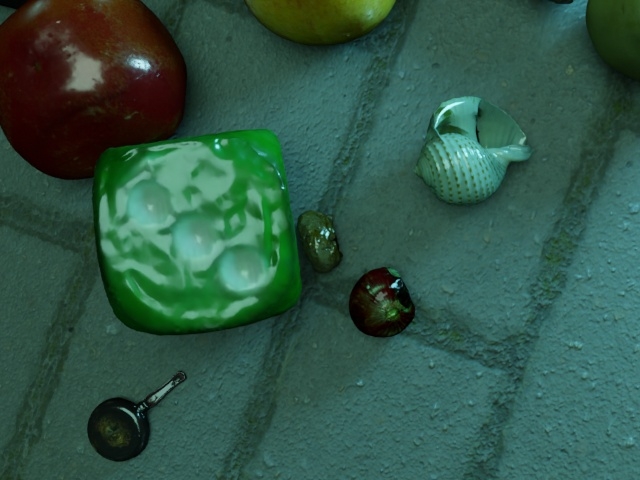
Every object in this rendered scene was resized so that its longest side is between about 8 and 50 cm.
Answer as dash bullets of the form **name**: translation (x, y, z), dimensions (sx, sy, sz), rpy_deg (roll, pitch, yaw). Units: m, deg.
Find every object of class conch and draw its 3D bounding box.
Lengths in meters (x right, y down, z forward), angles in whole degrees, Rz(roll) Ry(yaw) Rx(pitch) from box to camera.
- **conch**: translation (0.243, -0.136, 1.682), dimensions (0.200, 0.131, 0.172), rpy_deg (-1, 57, -29)

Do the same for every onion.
- **onion**: translation (0.100, 0.108, 1.697), dimensions (0.119, 0.118, 0.117), rpy_deg (-32, 96, 6)

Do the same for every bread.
- **bread**: translation (0.000, 0.000, 1.735), dimensions (0.060, 0.082, 0.113), rpy_deg (-19, 86, 5)

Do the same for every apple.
- **apple**: translation (-0.004, -0.474, 1.677), dimensions (0.299, 0.275, 0.298), rpy_deg (-2, 81, 13)
- **apple**: translation (0.557, -0.359, 1.590), dimensions (0.263, 0.262, 0.262), rpy_deg (-1, 86, 9)

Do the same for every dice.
- **dice**: translation (-0.194, -0.023, 1.635), dimensions (0.300, 0.287, 0.297), rpy_deg (-8, 99, -1)

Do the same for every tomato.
- **tomato**: translation (-0.396, -0.269, 1.714), dimensions (0.325, 0.290, 0.293), rpy_deg (-24, 85, 14)

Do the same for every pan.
- **pan**: translation (-0.322, 0.305, 1.786), dimensions (0.212, 0.040, 0.115), rpy_deg (-40, 86, 5)

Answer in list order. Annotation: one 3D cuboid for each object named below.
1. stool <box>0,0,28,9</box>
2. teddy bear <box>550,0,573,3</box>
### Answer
- **stool**: translation (-0.566, -0.540, 1.835), dimensions (0.232, 0.141, 0.232), rpy_deg (-1, 85, 10)
- **teddy bear**: translation (0.415, -0.520, 1.638), dimensions (0.151, 0.236, 0.267), rpy_deg (37, 108, 49)
